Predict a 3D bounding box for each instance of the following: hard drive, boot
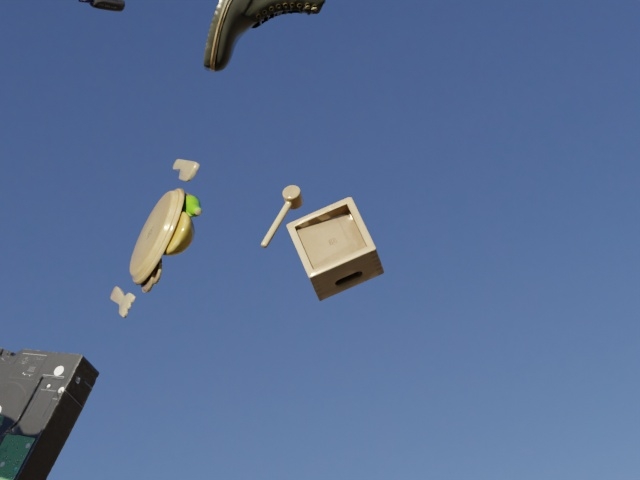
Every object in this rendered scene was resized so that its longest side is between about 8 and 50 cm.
[{"bbox_3d":[-0.507,0.322,2.208,0.236,0.339,0.064,1,-38,33],"label":"hard drive"},{"bbox_3d":[-0.064,-0.297,1.872,0.137,0.198,0.077,20,-1,-5],"label":"boot"}]

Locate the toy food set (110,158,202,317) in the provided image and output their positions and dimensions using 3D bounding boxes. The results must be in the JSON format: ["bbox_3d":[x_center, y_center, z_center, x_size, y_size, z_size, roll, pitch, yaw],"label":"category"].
[{"bbox_3d":[-0.180,0.000,1.662,0.038,0.192,0.132,26,0,-18],"label":"toy food set"}]

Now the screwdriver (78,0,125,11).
[{"bbox_3d":[-0.342,-0.333,1.959,0.169,0.024,0.025,2,-22,-37],"label":"screwdriver"}]

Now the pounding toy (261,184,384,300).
[{"bbox_3d":[-0.010,0.000,2.556,0.181,0.206,0.094,-24,-36,-1],"label":"pounding toy"}]
